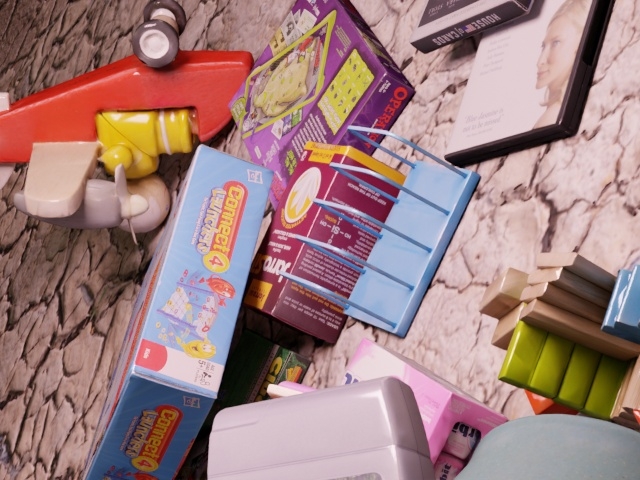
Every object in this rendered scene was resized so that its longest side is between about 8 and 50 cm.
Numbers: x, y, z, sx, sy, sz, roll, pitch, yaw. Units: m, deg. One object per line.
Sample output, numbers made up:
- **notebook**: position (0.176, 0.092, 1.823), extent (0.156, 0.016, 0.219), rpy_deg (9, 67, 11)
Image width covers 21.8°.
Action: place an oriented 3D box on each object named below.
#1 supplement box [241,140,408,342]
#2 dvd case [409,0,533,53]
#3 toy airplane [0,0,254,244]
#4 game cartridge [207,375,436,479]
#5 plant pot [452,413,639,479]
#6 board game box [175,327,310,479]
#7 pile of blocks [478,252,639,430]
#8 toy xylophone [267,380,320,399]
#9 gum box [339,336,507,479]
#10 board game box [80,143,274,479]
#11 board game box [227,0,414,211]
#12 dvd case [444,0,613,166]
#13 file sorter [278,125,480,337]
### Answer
- **supplement box**: position (0.000, 0.000, 1.695), extent (0.104, 0.081, 0.188), rpy_deg (13, 78, 64)
- **dvd case**: position (0.185, -0.309, 1.658), extent (0.179, 0.030, 0.238), rpy_deg (-15, 47, 59)
- **toy airplane**: position (-0.303, -0.121, 2.173), extent (0.384, 0.272, 0.386), rpy_deg (0, 32, 49)
- **game cartridge**: position (-0.002, 0.250, 1.216), extent (0.196, 0.060, 0.294), rpy_deg (-14, 63, 32)
- **plant pot**: position (0.134, 0.253, 0.993), extent (0.272, 0.272, 0.255), rpy_deg (-29, 23, 50)
- **board game box**: position (-0.101, 0.224, 1.732), extent (0.259, 0.030, 0.136), rpy_deg (-64, 23, -3)
- **pile of blocks**: position (0.215, 0.087, 1.120), extent (0.362, 0.149, 0.112), rpy_deg (-5, 60, 60)
- **toy xylophone**: position (-0.011, 0.275, 1.306), extent (0.236, 0.081, 0.322), rpy_deg (-1, 70, 47)
- **gum box**: position (0.074, 0.164, 1.412), extent (0.107, 0.062, 0.188), rpy_deg (-64, 25, 1)
- **board game box**: position (-0.158, 0.111, 1.743), extent (0.302, 0.086, 0.308), rpy_deg (118, 168, -48)
- **board game box**: position (-0.008, -0.164, 1.918), extent (0.208, 0.056, 0.347), rpy_deg (-51, 27, 14)
- **dvd case**: position (0.208, -0.198, 1.564), extent (0.180, 0.022, 0.253), rpy_deg (-14, 52, 58)
- **file sorter**: position (0.050, -0.013, 1.587), extent (0.170, 0.104, 0.118), rpy_deg (-65, 24, -4)
